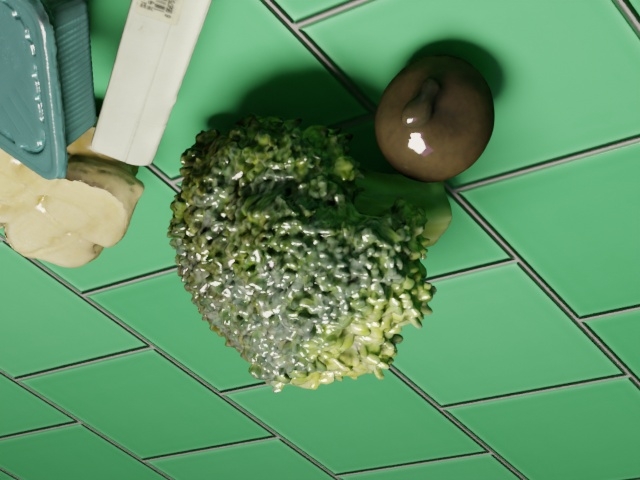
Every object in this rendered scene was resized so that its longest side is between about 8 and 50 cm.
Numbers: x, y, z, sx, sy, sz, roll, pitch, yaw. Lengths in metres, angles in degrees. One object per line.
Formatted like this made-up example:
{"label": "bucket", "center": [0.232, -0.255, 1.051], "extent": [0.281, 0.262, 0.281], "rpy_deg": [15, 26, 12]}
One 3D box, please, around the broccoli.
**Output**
{"label": "broccoli", "center": [-0.016, 0.012, 1.206], "extent": [0.260, 0.288, 0.235], "rpy_deg": [21, 112, -49]}

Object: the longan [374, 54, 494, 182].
{"label": "longan", "center": [0.091, -0.101, 1.123], "extent": [0.106, 0.106, 0.119], "rpy_deg": [0, 172, 17]}

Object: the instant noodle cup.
{"label": "instant noodle cup", "center": [-0.242, -0.153, 1.110], "extent": [0.157, 0.070, 0.179], "rpy_deg": [33, 138, 30]}

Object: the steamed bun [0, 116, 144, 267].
{"label": "steamed bun", "center": [-0.257, -0.064, 1.290], "extent": [0.177, 0.106, 0.192], "rpy_deg": [22, 140, -10]}

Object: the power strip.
{"label": "power strip", "center": [-0.126, -0.166, 1.095], "extent": [0.058, 0.098, 0.338], "rpy_deg": [17, 146, -9]}
